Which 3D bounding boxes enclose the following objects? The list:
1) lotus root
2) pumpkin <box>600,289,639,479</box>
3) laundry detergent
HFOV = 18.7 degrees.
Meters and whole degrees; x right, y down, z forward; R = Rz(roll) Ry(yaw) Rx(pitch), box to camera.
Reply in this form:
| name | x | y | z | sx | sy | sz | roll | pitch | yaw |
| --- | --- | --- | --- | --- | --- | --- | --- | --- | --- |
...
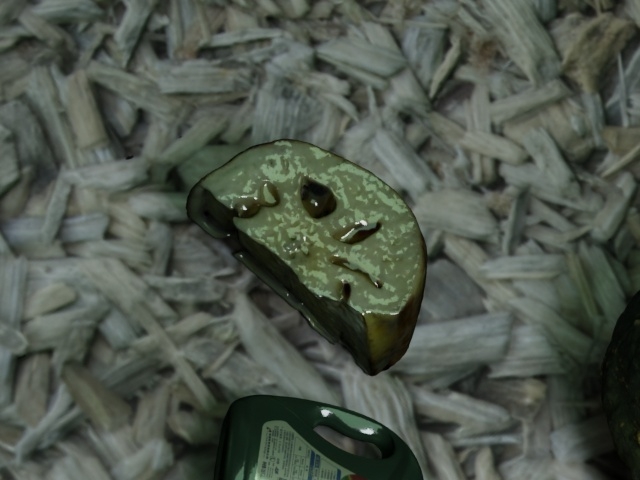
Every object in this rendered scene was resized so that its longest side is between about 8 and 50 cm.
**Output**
| name | x | y | z | sx | sy | sz | roll | pitch | yaw |
| --- | --- | --- | --- | --- | --- | --- | --- | --- | --- |
| lotus root | 0.000 | 0.000 | 1.717 | 0.235 | 0.119 | 0.138 | 36 | 66 | 7 |
| pumpkin | 0.402 | 0.149 | 1.666 | 0.327 | 0.257 | 0.292 | 7 | 68 | -5 |
| laundry detergent | 0.023 | 0.207 | 1.639 | 0.221 | 0.078 | 0.144 | 10 | 57 | -8 |
